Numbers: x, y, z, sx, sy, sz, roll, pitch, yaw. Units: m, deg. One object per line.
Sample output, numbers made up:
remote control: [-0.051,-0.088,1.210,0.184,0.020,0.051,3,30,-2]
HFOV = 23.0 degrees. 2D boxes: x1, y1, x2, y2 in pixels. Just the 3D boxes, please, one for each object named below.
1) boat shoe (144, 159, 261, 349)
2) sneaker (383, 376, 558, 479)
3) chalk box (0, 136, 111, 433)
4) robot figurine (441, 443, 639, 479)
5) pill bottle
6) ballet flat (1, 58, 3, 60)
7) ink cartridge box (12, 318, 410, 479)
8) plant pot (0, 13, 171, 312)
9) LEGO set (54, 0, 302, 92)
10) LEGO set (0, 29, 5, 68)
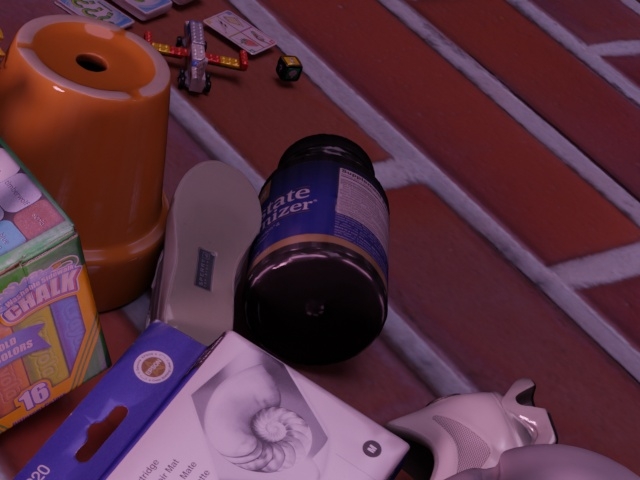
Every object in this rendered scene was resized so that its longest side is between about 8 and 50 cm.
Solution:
boat shoe: [-0.107,0.029,1.301,0.079,0.081,0.227,25,43,-16]
sneaker: [0.127,0.251,1.128,0.146,0.122,0.331,-8,44,-10]
chalk box: [-0.246,0.021,1.094,0.132,0.213,0.132,-31,55,-20]
robot figurine: [0.080,0.246,0.909,0.353,0.300,0.200,-26,45,7]
pill bottle: [0.000,0.000,1.384,0.122,0.123,0.219,17,33,-9]
ballet flat: [-0.349,-0.141,1.436,0.188,0.070,0.070,-6,42,-41]
ink cartridge box: [-0.085,0.168,1.101,0.224,0.045,0.223,30,53,12]
plant pot: [-0.209,-0.075,1.305,0.205,0.188,0.205,16,33,-11]
LEGO set: [-0.138,-0.238,1.707,0.244,0.060,0.182,36,39,18]
LEGO set: [-0.334,-0.213,1.177,0.255,0.192,0.331,43,25,-14]
